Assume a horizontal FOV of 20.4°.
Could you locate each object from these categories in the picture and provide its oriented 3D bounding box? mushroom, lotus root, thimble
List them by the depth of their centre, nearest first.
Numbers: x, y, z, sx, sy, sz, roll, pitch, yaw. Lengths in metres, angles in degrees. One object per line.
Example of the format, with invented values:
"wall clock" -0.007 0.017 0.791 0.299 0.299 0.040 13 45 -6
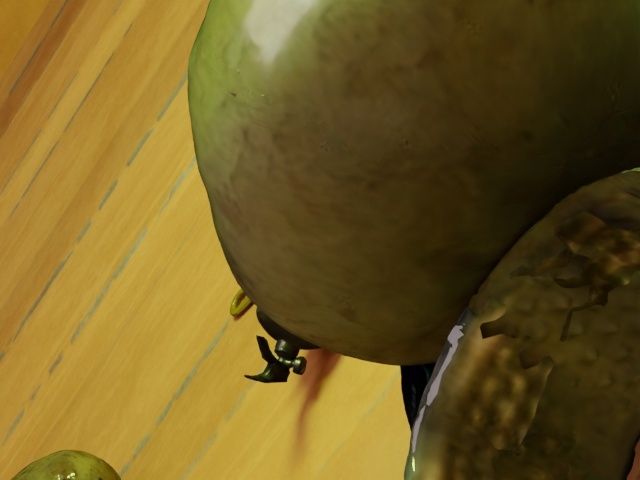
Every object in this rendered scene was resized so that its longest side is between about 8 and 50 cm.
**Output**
"thimble" 0.168 0.106 0.860 0.271 0.150 0.270 -47 27 34
"mushroom" 0.076 -0.086 1.033 0.260 0.352 0.352 44 108 37
"lotus root" -0.243 0.261 1.624 0.214 0.138 0.138 -15 52 62

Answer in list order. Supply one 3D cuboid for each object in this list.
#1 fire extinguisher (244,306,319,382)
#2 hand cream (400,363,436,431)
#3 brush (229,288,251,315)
"fire extinguisher" 0.000 0.000 1.432 0.072 0.089 0.267 13 72 22
"hand cream" 0.090 0.143 1.081 0.270 0.061 0.120 -99 -2 -55
"brush" -0.026 0.009 1.580 0.205 0.011 0.083 -45 29 39
